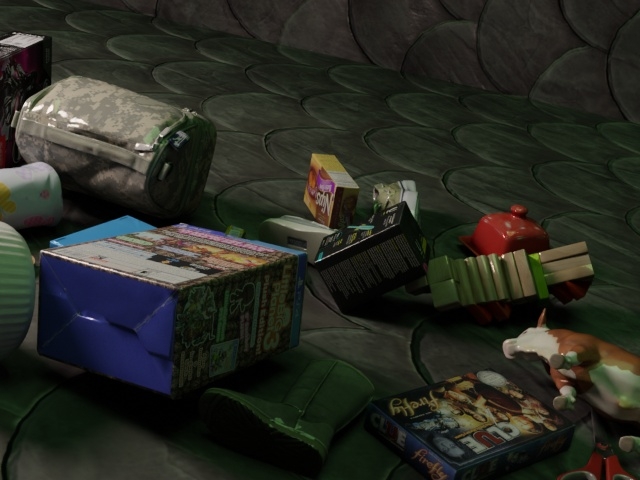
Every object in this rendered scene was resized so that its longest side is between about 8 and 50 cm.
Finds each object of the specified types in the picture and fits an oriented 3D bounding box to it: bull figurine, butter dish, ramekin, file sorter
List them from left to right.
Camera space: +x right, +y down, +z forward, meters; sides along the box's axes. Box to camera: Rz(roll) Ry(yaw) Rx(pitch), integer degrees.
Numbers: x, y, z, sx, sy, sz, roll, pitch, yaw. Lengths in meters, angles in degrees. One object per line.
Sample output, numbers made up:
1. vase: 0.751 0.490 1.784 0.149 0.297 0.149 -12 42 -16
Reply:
1. ramekin: -0.450 0.064 1.274 0.109 0.207 0.207 3 22 -42
2. file sorter: -0.308 0.045 1.506 0.118 0.105 0.170 22 25 24
3. butter dish: 0.378 -0.013 1.958 0.159 0.118 0.160 2 24 -24
4. bull figurine: 0.406 0.205 1.439 0.310 0.101 0.188 24 19 18

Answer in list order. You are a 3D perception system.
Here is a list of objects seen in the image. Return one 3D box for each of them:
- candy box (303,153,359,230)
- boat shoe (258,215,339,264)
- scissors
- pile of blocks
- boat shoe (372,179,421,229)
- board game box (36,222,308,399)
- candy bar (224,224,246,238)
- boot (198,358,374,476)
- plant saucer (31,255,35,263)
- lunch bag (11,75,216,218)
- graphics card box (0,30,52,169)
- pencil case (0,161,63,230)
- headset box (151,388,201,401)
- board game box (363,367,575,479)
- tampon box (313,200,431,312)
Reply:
1. candy box: 0.020 -0.091 1.987 0.053 0.109 0.187 4 24 -17
2. boat shoe: -0.001 0.001 1.794 0.227 0.079 0.081 19 27 26
3. scissors: 0.393 0.295 1.353 0.109 0.021 0.297 11 18 22
4. pile of blocks: 0.315 0.092 1.730 0.362 0.149 0.113 -5 69 -14
5. boat shoe: 0.151 -0.054 2.001 0.094 0.109 0.302 -4 13 3
6. board game box: -0.193 0.081 1.342 0.232 0.141 0.291 13 14 29
7. candy bar: -0.162 0.008 1.781 0.040 0.018 0.161 15 22 -1
8. boot: -0.038 0.204 1.293 0.189 0.076 0.208 29 31 5
9. plant saucer: -0.490 0.035 1.561 0.083 0.015 0.083 10 22 -4
10. lunch bag: -0.361 -0.164 1.782 0.305 0.213 0.256 18 8 13
11. graphics card box: -0.623 -0.254 1.911 0.094 0.233 0.371 8 21 3
12. pencil case: -0.561 -0.062 1.636 0.124 0.114 0.273 5 12 43
13. headset box: -0.199 0.179 1.331 0.062 0.032 0.083 1 26 -23
14. board game box: 0.203 0.249 1.340 0.243 0.042 0.165 -9 30 -40
15. tampon box: 0.088 0.026 1.646 0.161 0.101 0.120 -25 15 18
